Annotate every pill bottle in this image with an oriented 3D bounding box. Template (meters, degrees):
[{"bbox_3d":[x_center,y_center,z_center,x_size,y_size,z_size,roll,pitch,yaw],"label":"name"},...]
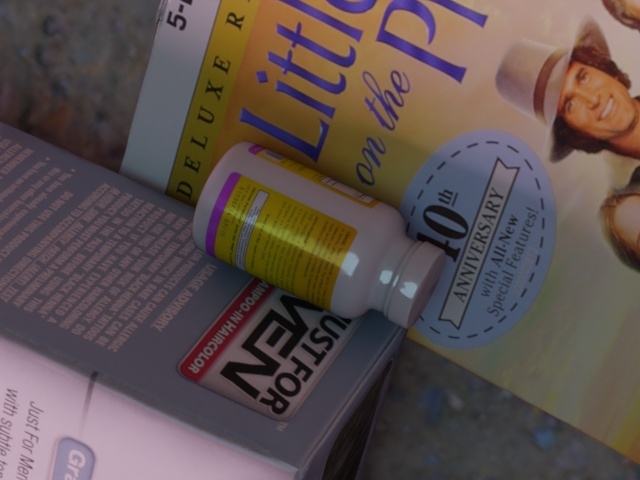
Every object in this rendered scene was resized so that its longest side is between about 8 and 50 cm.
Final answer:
[{"bbox_3d":[0.000,0.000,0.663,0.083,0.043,0.043,25,106,14],"label":"pill bottle"}]

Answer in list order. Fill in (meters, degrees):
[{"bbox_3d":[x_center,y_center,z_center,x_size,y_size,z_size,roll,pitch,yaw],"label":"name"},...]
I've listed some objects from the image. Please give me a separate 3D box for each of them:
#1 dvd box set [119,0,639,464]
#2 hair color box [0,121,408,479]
[{"bbox_3d":[0.153,-0.051,0.618,0.420,0.062,0.308,29,127,10],"label":"dvd box set"},{"bbox_3d":[-0.171,0.047,0.735,0.374,0.113,0.185,24,126,12],"label":"hair color box"}]
